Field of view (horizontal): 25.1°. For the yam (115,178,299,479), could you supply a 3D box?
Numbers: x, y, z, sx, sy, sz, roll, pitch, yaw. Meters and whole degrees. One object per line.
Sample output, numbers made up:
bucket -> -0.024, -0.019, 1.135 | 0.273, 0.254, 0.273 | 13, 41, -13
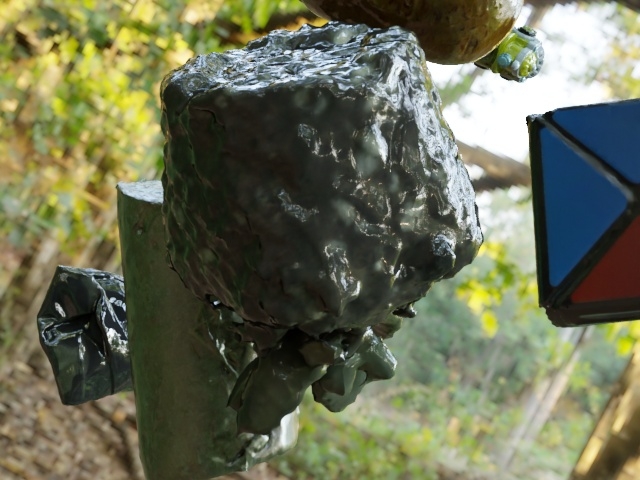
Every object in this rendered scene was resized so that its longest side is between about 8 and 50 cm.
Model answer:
yam -> -0.100, 0.077, 1.288 | 0.161, 0.268, 0.161 | -3, 4, 0

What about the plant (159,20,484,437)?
plant -> 0.000, 0.000, 1.100 | 0.215, 0.312, 0.213 | -18, 18, -30

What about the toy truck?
toy truck -> 0.232, -0.246, 1.854 | 0.111, 0.076, 0.077 | 31, 25, 25

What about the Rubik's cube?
Rubik's cube -> 0.381, -0.031, 1.653 | 0.246, 0.248, 0.250 | -5, -4, 17

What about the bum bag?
bum bag -> -0.169, 0.108, 1.553 | 0.095, 0.144, 0.340 | -1, -6, 40

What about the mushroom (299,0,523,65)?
mushroom -> 0.085, -0.265, 1.307 | 0.231, 0.194, 0.138 | 13, -1, -10
